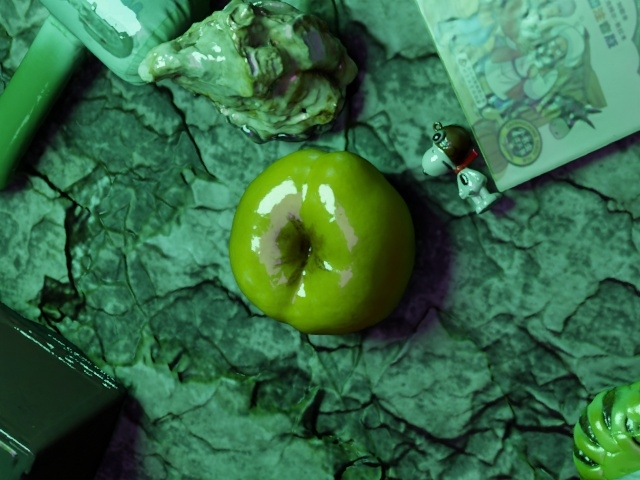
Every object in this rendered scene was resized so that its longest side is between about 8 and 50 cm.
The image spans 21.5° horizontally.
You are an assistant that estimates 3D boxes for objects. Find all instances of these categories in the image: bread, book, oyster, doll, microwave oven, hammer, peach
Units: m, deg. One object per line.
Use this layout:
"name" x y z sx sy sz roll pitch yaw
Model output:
"bread" 0.282 0.179 1.444 0.139 0.071 0.130 0 104 26
"book" 0.226 -0.182 1.426 0.264 0.027 0.202 -24 88 28
"oyster" -0.066 -0.144 1.507 0.191 0.081 0.163 -4 129 9
"doll" 0.126 -0.065 1.491 0.085 0.040 0.058 38 126 20
"microwave oven" -0.345 0.179 1.686 0.247 0.188 0.178 32 117 13
"hammer" -0.256 -0.167 1.625 0.206 0.119 0.335 46 122 12
"peach" 0.000 0.000 1.529 0.179 0.103 0.179 6 105 23

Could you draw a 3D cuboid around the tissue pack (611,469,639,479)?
"tissue pack" 0.329 0.298 1.359 0.148 0.156 0.209 -23 113 29
